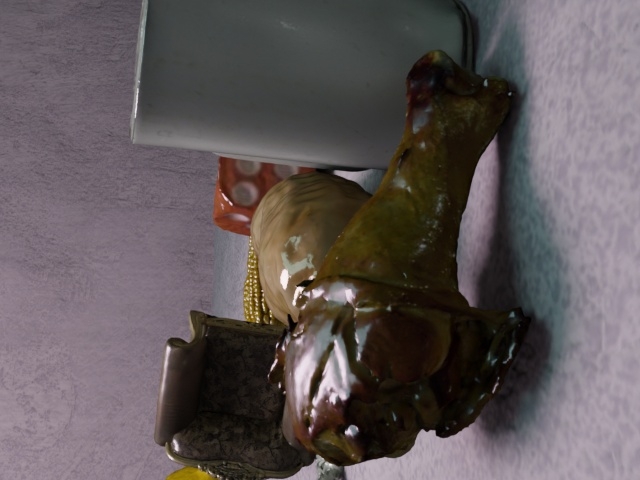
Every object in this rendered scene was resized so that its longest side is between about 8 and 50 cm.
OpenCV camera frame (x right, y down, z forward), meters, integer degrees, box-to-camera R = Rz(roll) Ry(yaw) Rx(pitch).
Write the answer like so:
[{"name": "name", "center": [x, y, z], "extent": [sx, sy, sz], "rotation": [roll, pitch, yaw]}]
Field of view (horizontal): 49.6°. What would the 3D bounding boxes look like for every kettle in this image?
[{"name": "kettle", "center": [-0.035, -0.160, 0.731], "extent": [0.205, 0.317, 0.265], "rotation": [-108, 28, -50]}]

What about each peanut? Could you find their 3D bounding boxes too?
[{"name": "peanut", "center": [0.002, 0.015, 0.857], "extent": [0.387, 0.169, 0.192], "rotation": [-126, 39, -74]}]

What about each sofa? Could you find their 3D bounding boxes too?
[{"name": "sofa", "center": [-0.121, 0.242, 1.088], "extent": [0.182, 0.258, 0.200], "rotation": [-87, 7, -75]}]

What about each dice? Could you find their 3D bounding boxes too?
[{"name": "dice", "center": [-0.092, -0.105, 1.206], "extent": [0.179, 0.173, 0.175], "rotation": [123, 155, -73]}]

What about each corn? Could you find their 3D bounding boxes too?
[{"name": "corn", "center": [-0.105, 0.046, 1.412], "extent": [0.097, 0.097, 0.320], "rotation": [132, 142, -67]}]

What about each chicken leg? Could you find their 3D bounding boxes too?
[{"name": "chicken leg", "center": [0.083, 0.028, 0.573], "extent": [0.211, 0.140, 0.361], "rotation": [30, 96, 33]}]

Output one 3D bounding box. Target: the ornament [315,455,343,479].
[{"name": "ornament", "center": [0.009, 0.318, 0.974], "extent": [0.092, 0.041, 0.069], "rotation": [-106, 29, -77]}]

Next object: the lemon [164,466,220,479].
[{"name": "lemon", "center": [-0.248, 0.605, 1.472], "extent": [0.267, 0.267, 0.267], "rotation": [-175, 90, -76]}]
